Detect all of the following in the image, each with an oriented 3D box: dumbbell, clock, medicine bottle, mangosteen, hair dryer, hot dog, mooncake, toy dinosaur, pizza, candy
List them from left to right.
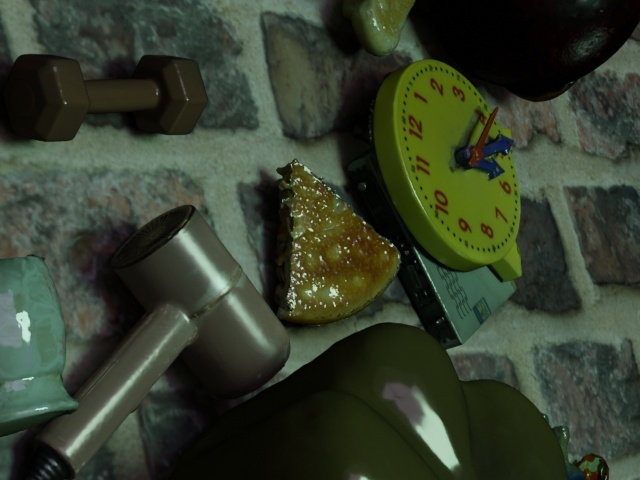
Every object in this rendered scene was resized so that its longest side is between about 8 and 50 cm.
[{"bbox_3d":[-0.285,0.096,1.241,0.147,0.147,0.143,-4,79,-51],"label":"medicine bottle"},{"bbox_3d":[-0.215,-0.146,1.499,0.231,0.092,0.082,-9,107,-53],"label":"dumbbell"},{"bbox_3d":[-0.175,0.137,1.418,0.189,0.107,0.344,56,48,-19],"label":"hair dryer"},{"bbox_3d":[0.000,0.000,1.710,0.201,0.053,0.193,-13,84,-41],"label":"pizza"},{"bbox_3d":[0.079,-0.326,1.955,0.084,0.073,0.242,51,37,-27],"label":"hot dog"},{"bbox_3d":[0.080,0.323,1.431,0.467,0.262,0.467,35,37,-32],"label":"mooncake"},{"bbox_3d":[0.178,-0.100,1.890,0.293,0.071,0.277,19,58,-46],"label":"clock"},{"bbox_3d":[0.307,-0.344,2.087,0.347,0.307,0.306,55,28,-64],"label":"mangosteen"},{"bbox_3d":[0.282,0.321,1.874,0.248,0.075,0.188,44,37,-41],"label":"toy dinosaur"},{"bbox_3d":[0.368,0.379,1.994,0.056,0.049,0.184,15,69,-38],"label":"candy"}]

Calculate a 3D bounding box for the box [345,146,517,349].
[{"bbox_3d":[0.144,-0.013,1.902,0.211,0.045,0.270,-39,103,-52],"label":"box"}]
